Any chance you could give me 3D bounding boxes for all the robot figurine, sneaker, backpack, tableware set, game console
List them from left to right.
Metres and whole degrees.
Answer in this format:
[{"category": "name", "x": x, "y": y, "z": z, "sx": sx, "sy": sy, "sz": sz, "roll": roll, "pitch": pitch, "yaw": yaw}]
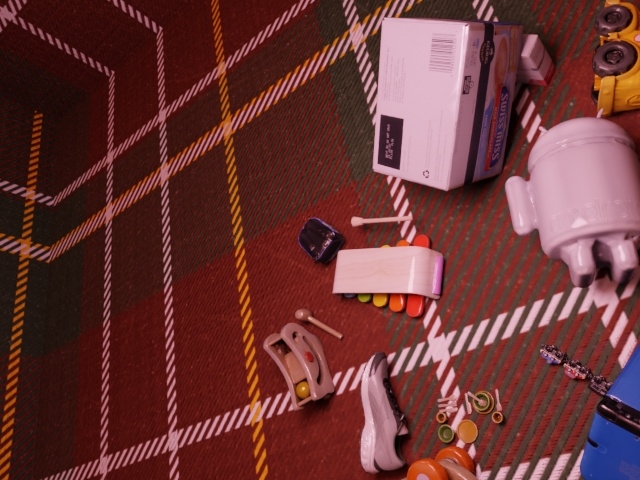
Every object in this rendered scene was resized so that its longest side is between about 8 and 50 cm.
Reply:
[{"category": "backpack", "x": 0.000, "y": 0.000, "z": 1.586, "sx": 0.114, "sy": 0.084, "sz": 0.105, "roll": 41, "pitch": 100, "yaw": 36}, {"category": "sneaker", "x": 0.151, "y": 0.396, "z": 1.314, "sx": 0.107, "sy": 0.100, "sz": 0.272, "roll": -8, "pitch": 72, "yaw": 23}, {"category": "tableware set", "x": 0.319, "y": 0.380, "z": 1.218, "sx": 0.154, "sy": 0.024, "sz": 0.104, "roll": -20, "pitch": 62, "yaw": 33}, {"category": "robot figurine", "x": 0.524, "y": -0.091, "z": 1.109, "sx": 0.299, "sy": 0.200, "sz": 0.354, "roll": -8, "pitch": 67, "yaw": 16}, {"category": "game console", "x": 0.639, "y": 0.355, "z": 0.961, "sx": 0.293, "sy": 0.173, "sz": 0.250, "roll": 26, "pitch": 122, "yaw": 43}]

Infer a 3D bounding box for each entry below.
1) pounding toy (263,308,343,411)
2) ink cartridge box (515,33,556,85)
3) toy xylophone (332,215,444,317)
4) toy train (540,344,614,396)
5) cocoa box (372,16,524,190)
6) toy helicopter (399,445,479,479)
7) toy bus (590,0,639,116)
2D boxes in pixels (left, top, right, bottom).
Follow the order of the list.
[{"category": "pounding toy", "x": -0.037, "y": 0.284, "z": 1.462, "sx": 0.154, "sy": 0.154, "sz": 0.270, "roll": -35, "pitch": 55, "yaw": 25}, {"category": "ink cartridge box", "x": 0.474, "y": -0.423, "z": 1.320, "sx": 0.099, "sy": 0.135, "sz": 0.056, "roll": 24, "pitch": 89, "yaw": 42}, {"category": "toy xylophone", "x": 0.160, "y": 0.057, "z": 1.434, "sx": 0.322, "sy": 0.081, "sz": 0.236, "roll": 6, "pitch": 78, "yaw": 41}, {"category": "toy train", "x": 0.501, "y": 0.256, "z": 1.114, "sx": 0.158, "sy": 0.027, "sz": 0.036, "roll": 36, "pitch": 108, "yaw": 41}, {"category": "cocoa box", "x": 0.283, "y": -0.319, "z": 1.289, "sx": 0.231, "sy": 0.227, "sz": 0.347, "roll": 24, "pitch": 121, "yaw": 43}, {"category": "toy helicopter", "x": 0.220, "y": 0.613, "z": 1.168, "sx": 0.355, "sy": 0.140, "sz": 0.235, "roll": -52, "pitch": 57, "yaw": 26}, {"category": "toy bus", "x": 0.668, "y": -0.379, "z": 1.151, "sx": 0.211, "sy": 0.149, "sz": 0.220, "roll": 2, "pitch": 71, "yaw": 26}]
